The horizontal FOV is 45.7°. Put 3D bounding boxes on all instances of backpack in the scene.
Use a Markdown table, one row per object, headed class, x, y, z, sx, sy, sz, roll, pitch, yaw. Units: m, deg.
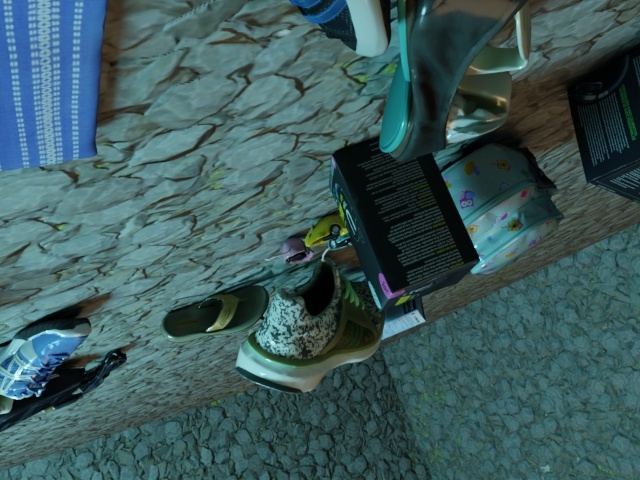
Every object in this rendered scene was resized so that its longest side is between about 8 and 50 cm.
| class | x | y | z | sx | sy | sz | roll | pitch | yaw |
| --- | --- | --- | --- | --- | --- | --- | --- | --- | --- |
| backpack | 0.211 | -0.040 | 0.975 | 0.166 | 0.144 | 0.188 | -39 | 154 | 25 |

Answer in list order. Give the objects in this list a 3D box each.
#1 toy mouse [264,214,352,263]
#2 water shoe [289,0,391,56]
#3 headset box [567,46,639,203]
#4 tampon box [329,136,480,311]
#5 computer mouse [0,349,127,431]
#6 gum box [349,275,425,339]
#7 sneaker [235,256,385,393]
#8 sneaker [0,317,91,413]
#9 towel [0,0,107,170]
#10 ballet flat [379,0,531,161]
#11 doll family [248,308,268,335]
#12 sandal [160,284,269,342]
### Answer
| class | x | y | z | sx | sy | sz | roll | pitch | yaw |
| --- | --- | --- | --- | --- | --- | --- | --- | --- | --- |
| toy mouse | 0.000 | 0.000 | 1.060 | 0.161 | 0.031 | 0.143 | -21 | 167 | -2 |
| water shoe | -0.012 | -0.154 | 0.381 | 0.080 | 0.072 | 0.203 | -2 | 167 | 14 |
| headset box | 0.464 | -0.143 | 0.818 | 0.246 | 0.131 | 0.283 | 13 | 152 | -35 |
| tampon box | 0.085 | -0.020 | 0.826 | 0.101 | 0.161 | 0.120 | -20 | 166 | -6 |
| computer mouse | -0.476 | 0.261 | 1.314 | 0.262 | 0.060 | 0.184 | -25 | 169 | -44 |
| gum box | 0.110 | 0.128 | 1.509 | 0.184 | 0.157 | 0.041 | -25 | 126 | 19 |
| sneaker | 0.021 | 0.113 | 1.290 | 0.410 | 0.158 | 0.182 | -26 | 137 | -62 |
| sneaker | -0.377 | 0.163 | 1.012 | 0.211 | 0.081 | 0.080 | -30 | 163 | 27 |
| towel | -0.274 | -0.058 | 0.380 | 0.336 | 0.040 | 0.243 | -16 | 167 | -23 |
| ballet flat | 0.096 | -0.120 | 0.549 | 0.096 | 0.095 | 0.280 | 9 | 168 | 4 |
| doll family | -0.061 | 0.154 | 1.510 | 0.193 | 0.076 | 0.111 | -18 | 172 | 9 |
| sandal | -0.167 | 0.113 | 1.205 | 0.180 | 0.072 | 0.049 | -15 | 145 | -10 |
